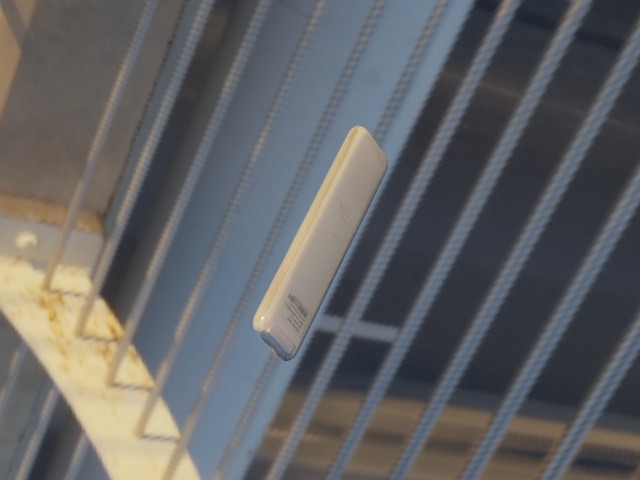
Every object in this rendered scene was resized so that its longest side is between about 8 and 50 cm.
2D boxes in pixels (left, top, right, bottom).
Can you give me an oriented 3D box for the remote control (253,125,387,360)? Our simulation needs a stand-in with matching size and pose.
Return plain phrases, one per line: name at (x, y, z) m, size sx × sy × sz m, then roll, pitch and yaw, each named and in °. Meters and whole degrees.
remote control at (0.000, 0.000, 1.423) m, size 0.067 × 0.029 × 0.261 m, roll 52°, pitch 53°, yaw -39°
